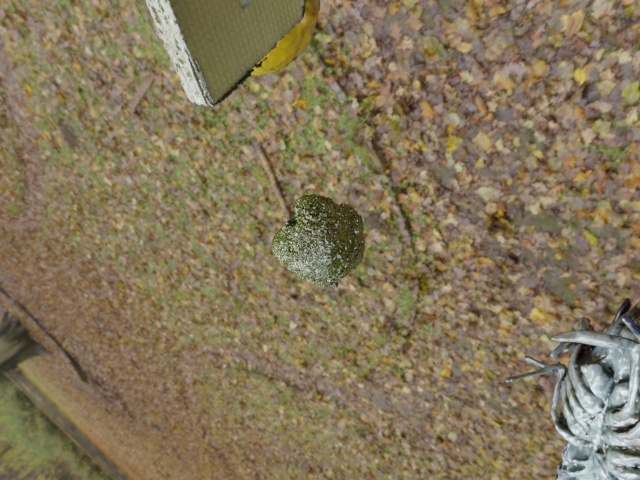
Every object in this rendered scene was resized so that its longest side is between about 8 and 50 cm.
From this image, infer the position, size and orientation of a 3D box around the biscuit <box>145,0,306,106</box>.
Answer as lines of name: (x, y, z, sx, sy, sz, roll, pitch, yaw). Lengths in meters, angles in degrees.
biscuit: (-0.077, -0.268, 0.551, 0.046, 0.249, 0.147, 18, 148, 27)

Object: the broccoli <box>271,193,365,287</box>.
broccoli: (0.000, 0.000, 0.727, 0.130, 0.132, 0.120, -64, 29, 25)

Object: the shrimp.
shrimp: (0.302, 0.193, 0.560, 0.221, 0.166, 0.409, 33, 129, 50)

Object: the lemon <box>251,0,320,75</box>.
lemon: (-0.106, -0.330, 0.736, 0.231, 0.192, 0.192, 23, 142, 18)
